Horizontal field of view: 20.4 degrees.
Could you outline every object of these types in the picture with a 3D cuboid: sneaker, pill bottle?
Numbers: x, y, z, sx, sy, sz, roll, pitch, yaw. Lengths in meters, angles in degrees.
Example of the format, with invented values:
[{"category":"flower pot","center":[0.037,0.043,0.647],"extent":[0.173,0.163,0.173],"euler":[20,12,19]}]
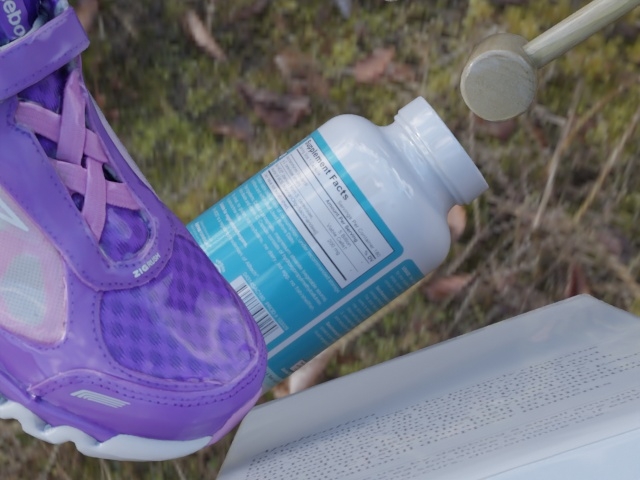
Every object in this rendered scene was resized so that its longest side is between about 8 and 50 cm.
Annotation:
[{"category":"sneaker","center":[-0.103,-0.032,0.584],"extent":[0.236,0.104,0.095],"euler":[46,45,6]},{"category":"pill bottle","center":[0.000,0.000,1.404],"extent":[0.264,0.146,0.146],"euler":[-36,69,2]}]

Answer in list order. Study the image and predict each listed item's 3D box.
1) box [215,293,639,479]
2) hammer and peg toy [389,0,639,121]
[{"category":"box","center":[0.073,0.152,0.616],"extent":[0.168,0.345,0.215],"euler":[-18,91,2]},{"category":"hammer and peg toy","center":[0.143,-0.293,1.345],"extent":[0.266,0.127,0.361],"euler":[-21,104,13]}]
